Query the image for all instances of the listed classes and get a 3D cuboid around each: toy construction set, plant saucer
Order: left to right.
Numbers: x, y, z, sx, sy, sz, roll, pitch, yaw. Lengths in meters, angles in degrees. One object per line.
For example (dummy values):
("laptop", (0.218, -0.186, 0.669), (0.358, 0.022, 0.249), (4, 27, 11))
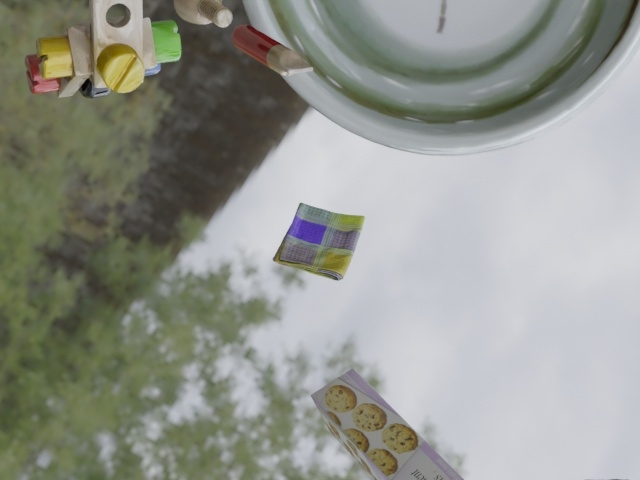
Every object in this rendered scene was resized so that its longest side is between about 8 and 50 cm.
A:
("toy construction set", (-0.136, -0.199, 1.327), (0.237, 0.309, 0.257), (39, -71, 58))
("plant saucer", (0.122, -0.275, 1.540), (0.400, 0.400, 0.100), (-59, 175, 1))

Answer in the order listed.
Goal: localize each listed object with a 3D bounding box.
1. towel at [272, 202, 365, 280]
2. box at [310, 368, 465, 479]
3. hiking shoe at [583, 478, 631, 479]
("towel", (0.000, 0.000, 1.334), (0.083, 0.060, 0.009), (-65, 167, -48))
("box", (0.091, 0.247, 1.815), (0.067, 0.063, 0.324), (-33, -147, -9))
("hiking shoe", (0.209, 0.313, 1.613), (0.304, 0.132, 0.113), (-44, -139, 30))
